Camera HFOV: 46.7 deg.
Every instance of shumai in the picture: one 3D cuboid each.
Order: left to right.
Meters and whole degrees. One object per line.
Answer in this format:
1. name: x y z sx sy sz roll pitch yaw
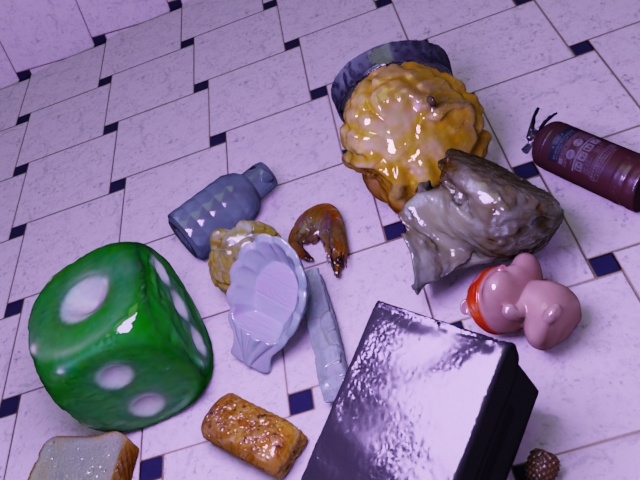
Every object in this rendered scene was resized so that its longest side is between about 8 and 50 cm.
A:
1. shumai: 0.314 -0.010 1.515 0.292 0.329 0.289 39 111 39

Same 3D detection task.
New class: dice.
1. dice: -0.414 0.206 1.565 0.287 0.300 0.297 -29 44 1

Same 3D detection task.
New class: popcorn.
1. popcorn: -0.172 0.041 1.704 0.185 0.167 0.188 -8 40 26
2. popcorn: 0.207 -0.237 1.715 0.348 0.349 0.382 -26 5 0

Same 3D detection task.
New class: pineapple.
1. pineapple: 0.344 0.401 1.199 0.058 0.058 0.124 13 56 34

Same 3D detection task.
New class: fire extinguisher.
1. fire extinguisher: 0.573 -0.186 1.611 0.337 0.114 0.135 36 90 43

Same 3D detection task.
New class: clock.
1. clock: 0.181 -0.374 1.847 0.312 0.312 0.062 -17 65 9

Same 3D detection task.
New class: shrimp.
1. shrimp: 0.000 0.000 1.745 0.150 0.068 0.249 -37 38 6

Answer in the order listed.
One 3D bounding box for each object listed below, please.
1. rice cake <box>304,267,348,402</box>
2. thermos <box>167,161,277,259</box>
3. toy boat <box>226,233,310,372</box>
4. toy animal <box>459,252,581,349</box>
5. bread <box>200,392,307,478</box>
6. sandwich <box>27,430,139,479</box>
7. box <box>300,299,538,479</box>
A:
1. rice cake: 0.007 0.195 1.550 0.066 0.063 0.336 -27 44 10
2. thermos: -0.241 -0.087 1.891 0.286 0.145 0.182 -39 12 -17
3. toy boat: -0.103 0.128 1.562 0.199 0.100 0.290 26 105 31
4. toy animal: 0.377 0.115 1.391 0.197 0.171 0.171 25 62 35
5. bread: -0.132 0.373 1.429 0.210 0.083 0.114 16 53 33
6. sandwich: -0.486 0.483 1.496 0.214 0.065 0.186 -7 46 18
7. box: 0.163 0.316 1.199 0.251 0.204 0.345 15 72 36
